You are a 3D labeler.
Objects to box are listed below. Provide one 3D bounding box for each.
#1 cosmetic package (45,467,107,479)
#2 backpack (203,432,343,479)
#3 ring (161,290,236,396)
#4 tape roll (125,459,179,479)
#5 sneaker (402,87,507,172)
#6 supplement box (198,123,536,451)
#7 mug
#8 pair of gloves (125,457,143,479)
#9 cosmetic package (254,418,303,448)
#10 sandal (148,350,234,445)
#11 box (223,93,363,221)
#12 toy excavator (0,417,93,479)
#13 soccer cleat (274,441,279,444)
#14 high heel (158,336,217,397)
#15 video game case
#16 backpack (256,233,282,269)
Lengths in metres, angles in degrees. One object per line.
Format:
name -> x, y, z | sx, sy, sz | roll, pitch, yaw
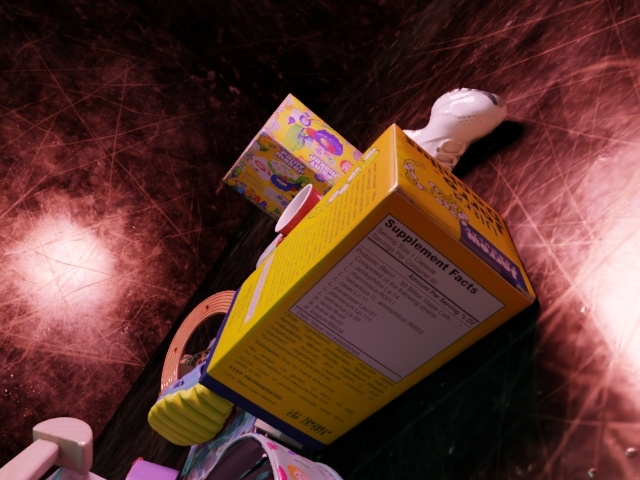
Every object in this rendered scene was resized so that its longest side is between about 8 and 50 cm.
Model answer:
cosmetic package -> -0.581, 0.665, 1.132 | 0.385, 0.217, 0.156 | -39, 21, 39
backpack -> -0.060, 0.303, 0.393 | 0.253, 0.191, 0.225 | -62, 18, -3
ring -> -0.269, 0.283, 1.191 | 0.337, 0.032, 0.336 | -24, 48, 29
tape roll -> -0.321, 0.495, 0.859 | 0.189, 0.080, 0.188 | -161, 90, -85
sneaker -> 0.207, -0.154, 0.852 | 0.297, 0.111, 0.129 | -34, 39, 61
supplement box -> 0.042, 0.068, 0.616 | 0.356, 0.194, 0.195 | -45, 17, 28
mug -> 0.005, -0.008, 0.954 | 0.150, 0.169, 0.113 | -35, 24, 52
pair of gloves -> -0.380, 0.545, 0.976 | 0.198, 0.023, 0.159 | -64, -27, -44
cosmetic package -> -0.053, 0.272, 0.741 | 0.060, 0.041, 0.115 | -59, 16, -22
sandal -> -0.199, 0.272, 0.930 | 0.317, 0.126, 0.138 | -39, 14, 18
box -> -0.074, -0.202, 1.403 | 0.279, 0.290, 0.177 | -34, 24, 51
toy excavator -> -0.512, 0.487, 0.785 | 0.433, 0.445, 0.222 | -13, -63, -50
soccer cleat -> -0.076, 0.317, 0.636 | 0.068, 0.076, 0.196 | -53, 14, 1
high heel -> -0.382, 0.389, 1.370 | 0.261, 0.093, 0.186 | -43, 9, 5
video game case -> -0.179, 0.395, 0.861 | 0.275, 0.035, 0.248 | -46, 16, 27
backpack -> -0.088, 0.053, 1.209 | 0.182, 0.115, 0.152 | -50, 12, 1
